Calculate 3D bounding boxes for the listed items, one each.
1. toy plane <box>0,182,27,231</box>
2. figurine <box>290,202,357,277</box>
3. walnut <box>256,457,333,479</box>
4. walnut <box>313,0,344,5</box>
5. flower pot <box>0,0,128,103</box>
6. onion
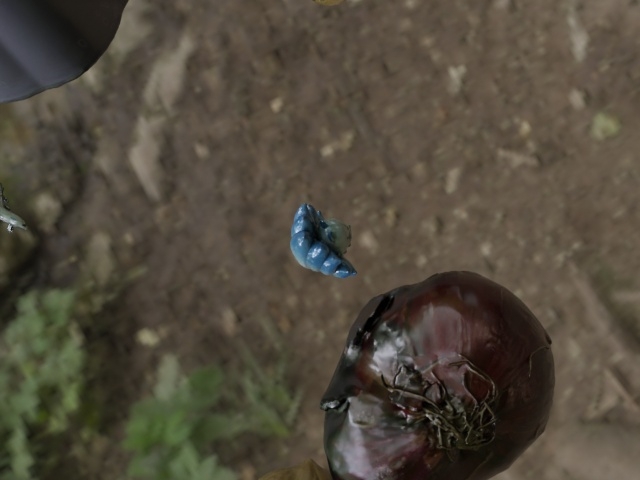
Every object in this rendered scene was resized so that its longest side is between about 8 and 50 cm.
[{"bbox_3d":[-0.306,-0.032,1.449,0.084,0.078,0.024,39,123,1],"label":"toy plane"},{"bbox_3d":[0.000,0.000,1.985,0.079,0.114,0.114,-27,92,12],"label":"figurine"},{"bbox_3d":[-0.022,0.331,1.727,0.155,0.155,0.184,11,92,45],"label":"walnut"},{"bbox_3d":[0.007,-0.361,1.711,0.245,0.198,0.198,-123,29,-48],"label":"walnut"},{"bbox_3d":[-0.369,-0.312,1.680,0.265,0.265,0.243,33,176,31],"label":"flower pot"},{"bbox_3d":[0.117,0.167,1.645,0.221,0.281,0.281,40,146,-16],"label":"onion"}]
